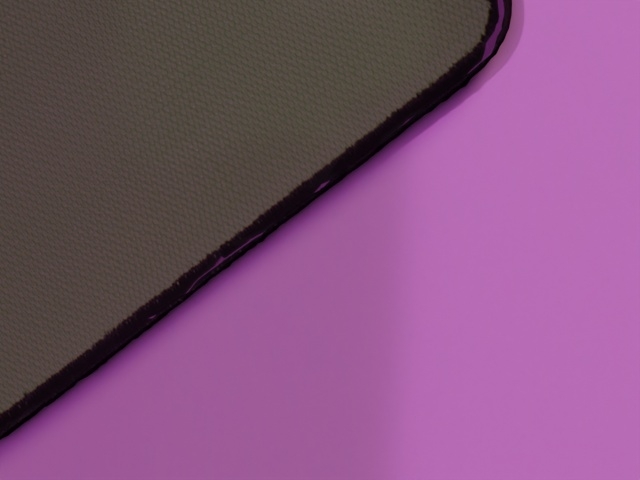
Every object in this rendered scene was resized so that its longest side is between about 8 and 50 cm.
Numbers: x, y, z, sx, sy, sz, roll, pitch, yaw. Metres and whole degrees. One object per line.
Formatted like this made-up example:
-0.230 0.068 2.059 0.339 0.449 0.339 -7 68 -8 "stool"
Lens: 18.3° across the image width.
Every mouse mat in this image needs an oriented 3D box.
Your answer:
-0.070 -0.071 0.392 0.152 0.007 0.189 -37 80 15 "mouse mat"

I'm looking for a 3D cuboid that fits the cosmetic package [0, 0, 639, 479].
0.000 0.000 0.580 0.327 0.394 0.329 -45 76 14 "cosmetic package"
